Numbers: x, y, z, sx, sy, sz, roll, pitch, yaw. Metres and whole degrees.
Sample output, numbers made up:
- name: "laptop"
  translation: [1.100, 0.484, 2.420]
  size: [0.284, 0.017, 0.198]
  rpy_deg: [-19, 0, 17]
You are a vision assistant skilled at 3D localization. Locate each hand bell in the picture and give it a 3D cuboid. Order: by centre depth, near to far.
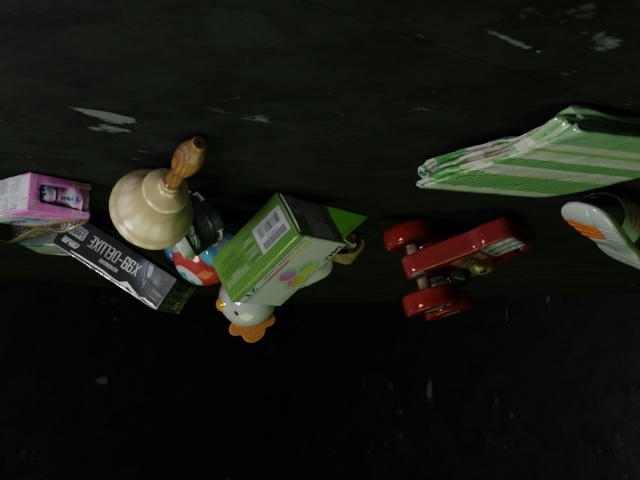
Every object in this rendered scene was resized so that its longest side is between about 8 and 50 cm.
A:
- name: "hand bell"
  translation: [-0.197, -0.084, 1.243]
  size: [0.126, 0.126, 0.242]
  rpy_deg: [6, 159, -24]

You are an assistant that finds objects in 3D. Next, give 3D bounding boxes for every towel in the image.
- name: "towel"
  translation: [0.298, -0.100, 1.133]
  size: [0.248, 0.038, 0.325]
  rpy_deg: [4, 170, -24]

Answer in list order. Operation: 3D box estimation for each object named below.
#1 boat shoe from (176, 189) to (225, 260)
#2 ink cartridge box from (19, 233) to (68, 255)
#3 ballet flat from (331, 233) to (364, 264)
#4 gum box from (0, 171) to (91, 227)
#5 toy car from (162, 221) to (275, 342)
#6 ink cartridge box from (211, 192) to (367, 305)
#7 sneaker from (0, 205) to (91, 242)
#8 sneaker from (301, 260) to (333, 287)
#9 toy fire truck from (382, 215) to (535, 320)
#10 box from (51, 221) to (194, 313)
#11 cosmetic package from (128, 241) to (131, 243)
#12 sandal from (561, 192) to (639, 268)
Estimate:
- name: "boat shoe"
  translation: [-0.208, -0.028, 1.538]
  size: [0.091, 0.114, 0.302]
  rpy_deg: [-30, -168, -6]
- name: "ink cartridge box"
  translation: [-0.563, -0.008, 1.958]
  size: [0.104, 0.061, 0.181]
  rpy_deg: [3, 172, -2]
- name: "ballet flat"
  translation: [0.000, 0.000, 1.900]
  size: [0.232, 0.080, 0.073]
  rpy_deg: [7, 144, -46]
- name: "gum box"
  translation: [-0.467, -0.064, 1.504]
  size: [0.107, 0.062, 0.188]
  rpy_deg: [9, 170, -43]
- name: "toy car"
  translation: [-0.167, 0.087, 1.773]
  size: [0.210, 0.238, 0.219]
  rpy_deg: [-14, -177, -31]
- name: "ink cartridge box"
  translation: [-0.032, 0.026, 1.624]
  size: [0.189, 0.097, 0.255]
  rpy_deg: [-44, 148, 26]
- name: "sneaker"
  translation: [-0.495, -0.042, 1.668]
  size: [0.188, 0.066, 0.071]
  rpy_deg: [-11, -176, 12]
- name: "sneaker"
  translation: [-0.094, 0.046, 2.091]
  size: [0.297, 0.111, 0.129]
  rpy_deg: [6, 166, -31]
- name: "toy fire truck"
  translation: [0.278, 0.033, 1.747]
  size: [0.254, 0.169, 0.302]
  rpy_deg: [-21, 165, 20]
- name: "box"
  translation: [-0.393, 0.055, 1.890]
  size: [0.242, 0.076, 0.307]
  rpy_deg: [33, 174, 2]
- name: "cosmetic package"
  translation: [-0.362, -0.017, 1.905]
  size: [0.060, 0.041, 0.115]
  rpy_deg: [5, 172, -15]
- name: "sandal"
  translation: [0.464, -0.029, 1.451]
  size: [0.102, 0.076, 0.265]
  rpy_deg: [26, 177, 39]
